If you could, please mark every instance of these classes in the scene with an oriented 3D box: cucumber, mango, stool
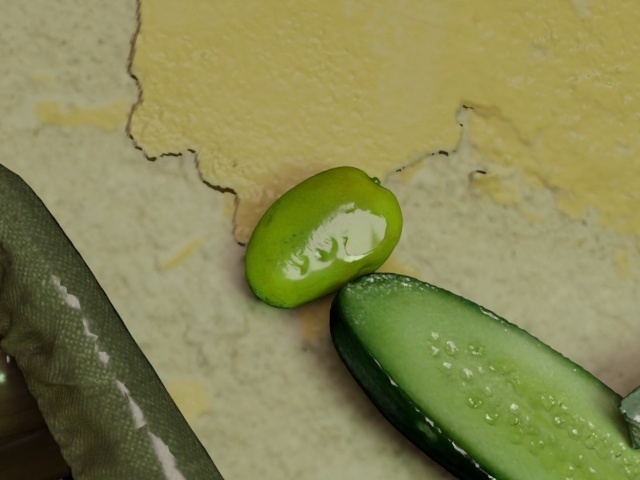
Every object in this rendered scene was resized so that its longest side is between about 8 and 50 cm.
[{"bbox_3d":[0.105,0.108,0.832,0.244,0.063,0.115,39,48,2],"label":"cucumber"},{"bbox_3d":[0.000,0.000,0.853,0.108,0.056,0.073,-40,77,-18],"label":"mango"},{"bbox_3d":[-0.158,0.165,0.625,0.226,0.310,0.310,-30,77,-20],"label":"stool"}]

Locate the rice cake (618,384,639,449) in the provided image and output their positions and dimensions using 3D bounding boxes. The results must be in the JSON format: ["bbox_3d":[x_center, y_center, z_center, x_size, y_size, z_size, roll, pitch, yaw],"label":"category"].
[{"bbox_3d":[0.252,0.071,0.869,0.207,0.033,0.033,-28,61,-36],"label":"rice cake"}]
